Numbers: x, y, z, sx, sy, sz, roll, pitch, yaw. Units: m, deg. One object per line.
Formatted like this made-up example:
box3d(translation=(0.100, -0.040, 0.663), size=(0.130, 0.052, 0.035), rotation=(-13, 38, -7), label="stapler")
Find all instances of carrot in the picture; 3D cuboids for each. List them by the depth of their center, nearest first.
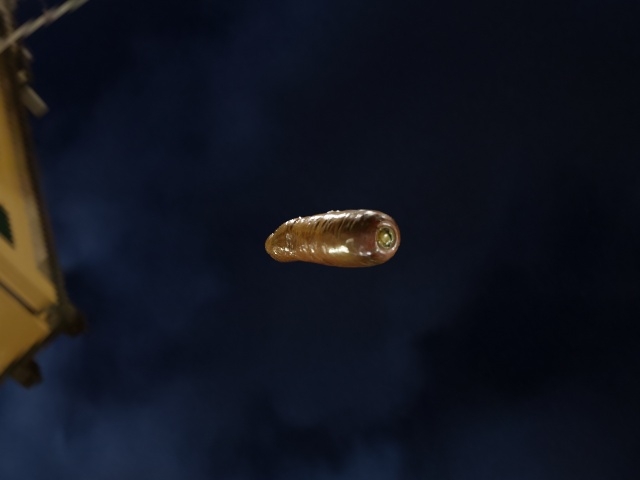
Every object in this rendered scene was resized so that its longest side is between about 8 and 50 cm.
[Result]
box3d(translation=(0.000, 0.000, 1.457), size=(0.059, 0.059, 0.248), rotation=(-58, -156, -18), label="carrot")
